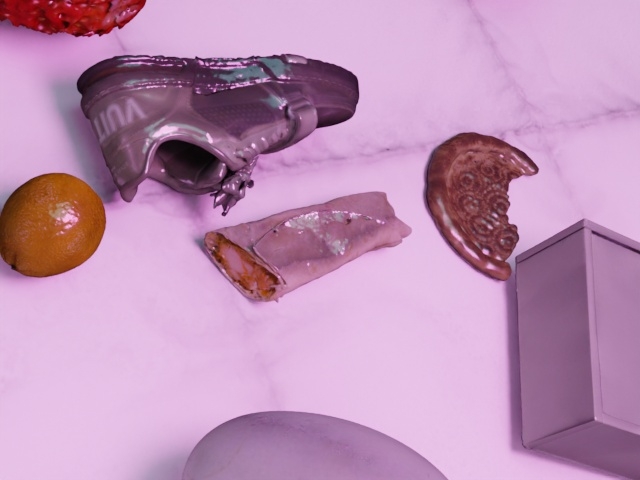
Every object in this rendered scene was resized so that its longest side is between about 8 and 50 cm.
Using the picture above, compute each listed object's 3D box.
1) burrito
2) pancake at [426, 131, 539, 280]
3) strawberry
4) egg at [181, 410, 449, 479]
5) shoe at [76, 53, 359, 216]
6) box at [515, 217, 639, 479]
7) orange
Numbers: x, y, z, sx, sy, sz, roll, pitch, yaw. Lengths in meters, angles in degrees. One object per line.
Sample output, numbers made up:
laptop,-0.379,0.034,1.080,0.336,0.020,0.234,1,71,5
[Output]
burrito,0.000,0.000,1.049,0.226,0.060,0.087,-19,72,-37
pancake,0.197,-0.042,1.225,0.184,0.020,0.190,0,66,-34
strawberry,-0.254,-0.267,0.960,0.202,0.186,0.184,-20,49,-16
egg,0.011,0.235,0.852,0.264,0.183,0.183,33,52,-5
shoe,-0.081,-0.094,1.024,0.293,0.109,0.149,-3,71,-30
box,0.327,0.130,1.146,0.225,0.117,0.225,21,57,-26
orange,-0.227,-0.012,0.897,0.085,0.085,0.095,44,69,-5
